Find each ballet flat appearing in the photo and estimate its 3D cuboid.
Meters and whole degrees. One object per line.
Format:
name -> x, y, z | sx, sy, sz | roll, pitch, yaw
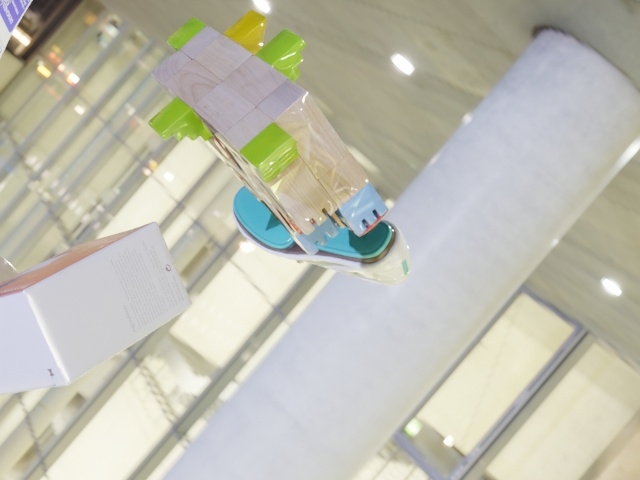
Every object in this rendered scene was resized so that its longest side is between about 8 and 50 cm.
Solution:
ballet flat -> 0.000, 0.000, 1.932 | 0.400, 0.139, 0.139 | 18, 164, 42

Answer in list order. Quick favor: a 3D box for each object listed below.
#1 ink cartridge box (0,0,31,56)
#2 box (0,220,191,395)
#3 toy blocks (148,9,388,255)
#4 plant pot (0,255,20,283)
ink cartridge box -> -0.388, -0.355, 1.309 | 0.045, 0.208, 0.206 | 17, 156, 10
box -> -0.230, 0.063, 1.004 | 0.170, 0.130, 0.091 | -33, -74, -50
toy blocks -> -0.049, -0.101, 1.330 | 0.261, 0.190, 0.381 | 52, 174, -36
plant pot -> -0.683, 0.169, 1.915 | 0.256, 0.256, 0.274 | 41, -139, -18
